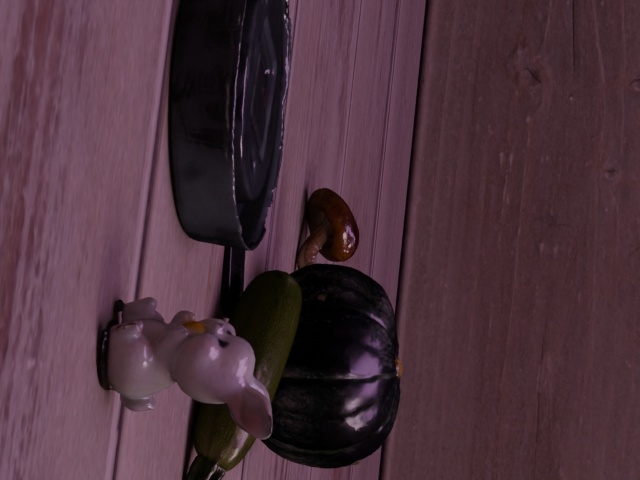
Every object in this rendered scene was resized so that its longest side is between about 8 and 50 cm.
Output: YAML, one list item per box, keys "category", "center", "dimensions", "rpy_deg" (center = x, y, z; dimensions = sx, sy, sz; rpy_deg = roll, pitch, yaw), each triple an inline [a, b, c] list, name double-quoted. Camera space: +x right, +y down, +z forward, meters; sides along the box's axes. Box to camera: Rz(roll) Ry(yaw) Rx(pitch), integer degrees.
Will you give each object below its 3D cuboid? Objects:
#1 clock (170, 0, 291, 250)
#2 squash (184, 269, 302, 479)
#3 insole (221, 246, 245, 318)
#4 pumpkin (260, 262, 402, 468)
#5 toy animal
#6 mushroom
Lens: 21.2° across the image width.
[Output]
- category: "clock"
  center: [-0.072, -0.129, 1.449]
  dimensions: [0.280, 0.055, 0.280]
  rpy_deg: [5, 90, -83]
- category: "squash"
  center: [-0.068, 0.121, 1.566]
  dimensions: [0.066, 0.066, 0.252]
  rpy_deg: [86, 17, -49]
- category: "insole"
  center: [-0.073, -0.076, 1.644]
  dimensions: [0.110, 0.012, 0.309]
  rpy_deg: [39, 56, -83]
- category: "pumpkin"
  center: [0.006, 0.133, 1.808]
  dimensions: [0.220, 0.162, 0.220]
  rpy_deg: [1, 90, -87]
- category: "toy animal"
  center: [-0.089, 0.087, 1.196]
  dimensions: [0.071, 0.124, 0.085]
  rpy_deg: [-41, 137, -86]
- category: "mushroom"
  center: [0.010, 0.002, 2.099]
  dimensions: [0.088, 0.073, 0.129]
  rpy_deg: [-39, -145, 57]
